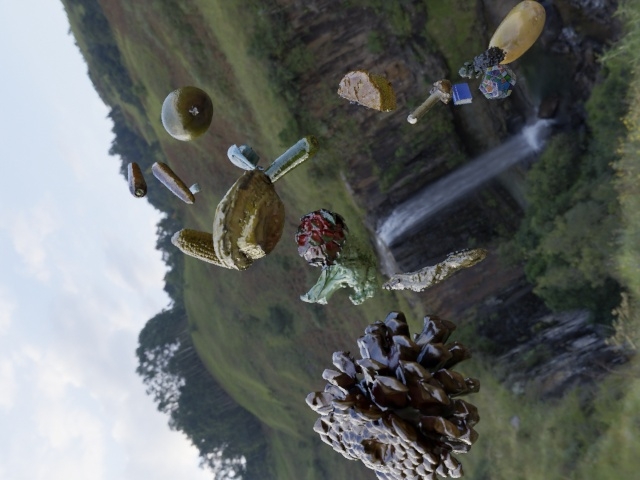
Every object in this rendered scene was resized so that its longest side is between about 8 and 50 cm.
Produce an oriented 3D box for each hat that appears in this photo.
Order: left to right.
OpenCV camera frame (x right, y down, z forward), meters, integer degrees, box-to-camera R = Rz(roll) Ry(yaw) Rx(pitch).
[{"bbox_3d":[-0.276,-0.318,1.953,0.138,0.078,0.191,38,170,-33],"label":"hat"}]

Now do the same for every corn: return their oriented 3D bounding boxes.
[{"bbox_3d":[-0.435,0.028,2.062,0.322,0.119,0.119,25,-150,-40],"label":"corn"}]

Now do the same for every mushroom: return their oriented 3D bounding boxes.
[{"bbox_3d":[0.282,-0.349,1.332,0.061,0.187,0.060,38,155,9],"label":"mushroom"}]

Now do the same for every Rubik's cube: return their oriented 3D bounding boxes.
[{"bbox_3d":[0.538,-0.482,1.577,0.111,0.111,0.093,-74,-21,-84],"label":"Rubik's cube"}]

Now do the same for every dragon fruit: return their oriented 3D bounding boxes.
[{"bbox_3d":[0.002,-0.009,1.710,0.182,0.188,0.182,24,170,4],"label":"dragon fruit"}]

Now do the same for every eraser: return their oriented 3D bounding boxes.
[{"bbox_3d":[0.526,-0.547,1.940,0.027,0.063,0.084,75,-171,-57],"label":"eraser"}]

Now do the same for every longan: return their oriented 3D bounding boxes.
[{"bbox_3d":[-0.378,-0.366,1.493,0.176,0.145,0.154,3,96,55],"label":"longan"}]

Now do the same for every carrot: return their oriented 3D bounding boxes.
[{"bbox_3d":[-0.581,-0.194,1.639,0.055,0.055,0.161,58,-176,-47],"label":"carrot"},{"bbox_3d":[-0.551,-0.217,1.968,0.314,0.066,0.066,37,167,39],"label":"carrot"},{"bbox_3d":[-0.135,-0.260,1.841,0.074,0.358,0.074,27,-132,-34],"label":"carrot"}]

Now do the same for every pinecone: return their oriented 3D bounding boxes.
[{"bbox_3d":[0.179,0.319,1.125,0.384,0.384,0.384,62,-176,-8],"label":"pinecone"}]

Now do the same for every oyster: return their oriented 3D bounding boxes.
[{"bbox_3d":[0.322,0.094,1.497,0.129,0.345,0.078,-11,-102,-54],"label":"oyster"}]

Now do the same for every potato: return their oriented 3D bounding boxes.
[{"bbox_3d":[0.699,-0.737,1.852,0.150,0.234,0.146,15,-145,-23],"label":"potato"}]

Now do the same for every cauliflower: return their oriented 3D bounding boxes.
[{"bbox_3d":[0.093,0.120,1.913,0.260,0.281,0.327,19,-165,0],"label":"cauliflower"}]

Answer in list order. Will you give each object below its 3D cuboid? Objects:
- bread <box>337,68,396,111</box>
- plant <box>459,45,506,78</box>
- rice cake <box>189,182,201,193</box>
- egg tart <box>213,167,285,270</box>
[{"bbox_3d":[0.204,-0.644,2.195,0.260,0.160,0.147,35,124,41],"label":"bread"},{"bbox_3d":[0.549,-0.601,1.775,0.085,0.174,0.087,5,-105,-41],"label":"plant"},{"bbox_3d":[-0.563,-0.210,2.255,0.208,0.033,0.033,-15,102,60],"label":"rice cake"},{"bbox_3d":[-0.210,-0.061,1.697,0.352,0.150,0.352,15,-90,-69],"label":"egg tart"}]
